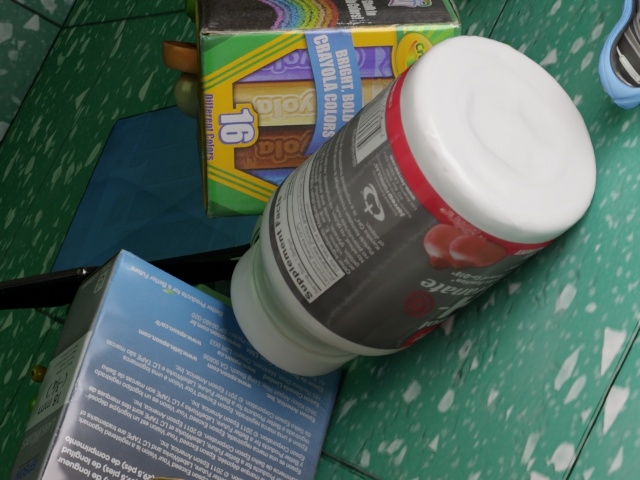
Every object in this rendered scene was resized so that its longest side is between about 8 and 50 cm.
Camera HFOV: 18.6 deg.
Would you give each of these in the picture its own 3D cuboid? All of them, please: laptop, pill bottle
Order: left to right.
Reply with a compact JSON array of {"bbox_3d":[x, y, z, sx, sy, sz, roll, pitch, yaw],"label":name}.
[{"bbox_3d":[-0.241,-0.055,2.156,0.382,0.408,0.236,-10,84,42],"label":"laptop"},{"bbox_3d":[0.061,-0.013,1.585,0.318,0.176,0.176,-40,28,45],"label":"pill bottle"}]

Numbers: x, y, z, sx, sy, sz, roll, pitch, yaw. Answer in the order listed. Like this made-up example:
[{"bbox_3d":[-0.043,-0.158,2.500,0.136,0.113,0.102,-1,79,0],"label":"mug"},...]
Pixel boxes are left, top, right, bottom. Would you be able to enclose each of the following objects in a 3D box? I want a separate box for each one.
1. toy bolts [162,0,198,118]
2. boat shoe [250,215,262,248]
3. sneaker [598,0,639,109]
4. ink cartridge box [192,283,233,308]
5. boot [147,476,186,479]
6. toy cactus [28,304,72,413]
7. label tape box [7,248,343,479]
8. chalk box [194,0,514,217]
[{"bbox_3d":[-0.066,-0.199,2.137,0.228,0.218,0.158,-115,32,-81],"label":"toy bolts"},{"bbox_3d":[0.000,0.000,1.876,0.228,0.080,0.076,-24,40,48],"label":"boat shoe"},{"bbox_3d":[0.269,-0.181,1.490,0.078,0.067,0.188,-9,50,39],"label":"sneaker"},{"bbox_3d":[-0.159,0.199,1.923,0.201,0.117,0.278,-16,49,63],"label":"ink cartridge box"},{"bbox_3d":[-0.049,0.229,1.477,0.104,0.211,0.295,-62,19,-3],"label":"boot"},{"bbox_3d":[-0.269,0.124,2.360,0.219,0.112,0.180,-64,1,0],"label":"toy cactus"},{"bbox_3d":[-0.138,0.211,1.672,0.106,0.241,0.333,-34,33,52],"label":"label tape box"},{"bbox_3d":[0.034,-0.139,1.749,0.180,0.289,0.179,-100,10,-63],"label":"chalk box"}]
